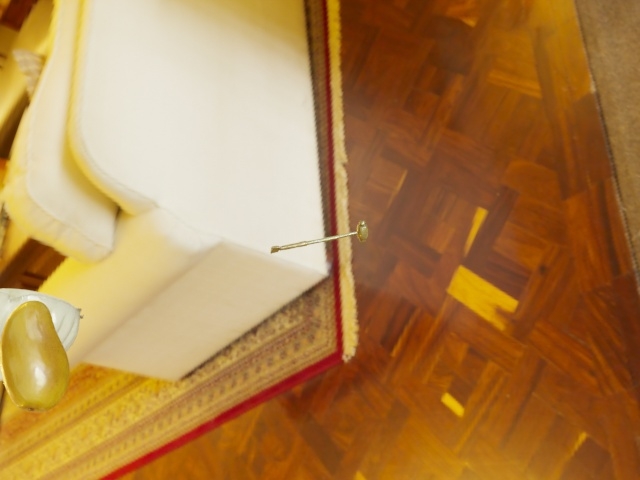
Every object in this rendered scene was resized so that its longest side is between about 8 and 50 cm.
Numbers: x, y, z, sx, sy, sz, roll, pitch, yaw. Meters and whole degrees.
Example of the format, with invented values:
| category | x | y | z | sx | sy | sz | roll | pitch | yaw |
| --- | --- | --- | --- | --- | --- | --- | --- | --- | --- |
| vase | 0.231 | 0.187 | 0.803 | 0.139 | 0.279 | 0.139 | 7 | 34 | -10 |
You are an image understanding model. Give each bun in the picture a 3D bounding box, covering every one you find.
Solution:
| category | x | y | z | sx | sy | sz | roll | pitch | yaw |
| --- | --- | --- | --- | --- | --- | --- | --- | --- | --- |
| bun | -0.662 | 0.222 | 1.740 | 0.263 | 0.263 | 0.175 | -28 | 52 | 46 |

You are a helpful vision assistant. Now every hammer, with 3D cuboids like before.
| category | x | y | z | sx | sy | sz | roll | pitch | yaw |
| --- | --- | --- | --- | --- | --- | --- | --- | --- | --- |
| hammer | 0.000 | 0.000 | 0.922 | 0.014 | 0.122 | 0.029 | -135 | 39 | -54 |

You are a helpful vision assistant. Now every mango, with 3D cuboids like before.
| category | x | y | z | sx | sy | sz | roll | pitch | yaw |
| --- | --- | --- | --- | --- | --- | --- | --- | --- | --- |
| mango | -0.449 | 0.178 | 1.255 | 0.085 | 0.102 | 0.184 | -30 | 64 | 40 |
